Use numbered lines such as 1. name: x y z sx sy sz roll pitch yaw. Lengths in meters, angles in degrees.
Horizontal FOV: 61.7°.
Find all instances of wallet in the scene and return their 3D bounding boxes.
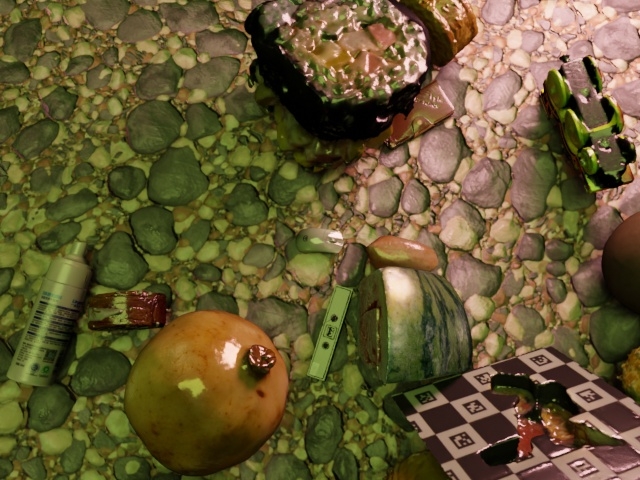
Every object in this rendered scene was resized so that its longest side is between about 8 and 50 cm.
1. wallet: 0.208 -0.281 1.202 0.176 0.026 0.095 -29 78 -2

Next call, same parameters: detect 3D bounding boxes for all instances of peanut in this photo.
1. peanut: 0.167 0.032 1.104 0.152 0.076 0.076 10 77 1

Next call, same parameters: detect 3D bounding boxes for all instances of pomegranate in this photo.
1. pomegranate: -0.207 0.279 0.981 0.306 0.307 0.308 -1 76 4

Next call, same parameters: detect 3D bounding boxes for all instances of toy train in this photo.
1. toy train: 0.546 -0.233 1.097 0.100 0.160 0.297 -16 73 10

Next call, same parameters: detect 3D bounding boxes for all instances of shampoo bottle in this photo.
1. shampoo bottle: -0.557 0.145 1.128 0.092 0.092 0.304 13 78 8

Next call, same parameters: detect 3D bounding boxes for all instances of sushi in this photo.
1. sushi: 0.348 0.324 0.891 0.358 0.343 0.064 -13 110 -14
2. sushi: 0.036 -0.328 1.109 0.328 0.285 0.328 -38 74 -21

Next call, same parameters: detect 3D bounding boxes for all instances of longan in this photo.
1. longan: 0.637 0.052 1.000 0.196 0.196 0.220 -29 74 -3

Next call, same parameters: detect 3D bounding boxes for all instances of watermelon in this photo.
1. watermelon: 0.169 0.173 1.054 0.261 0.201 0.213 9 71 -37

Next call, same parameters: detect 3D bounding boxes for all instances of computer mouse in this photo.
1. computer mouse: 0.000 0.000 1.147 0.110 0.032 0.056 3 77 5

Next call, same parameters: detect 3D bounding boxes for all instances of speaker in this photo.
1. speaker: 0.020 0.187 1.094 0.040 0.046 0.191 17 78 9

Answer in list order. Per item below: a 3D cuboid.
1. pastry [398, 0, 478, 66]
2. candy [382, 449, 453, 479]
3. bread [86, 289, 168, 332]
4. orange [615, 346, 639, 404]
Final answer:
1. pastry: 0.251 -0.475 1.166 0.103 0.189 0.189 -41 77 -1
2. candy: 0.224 0.482 0.924 0.259 0.118 0.260 3 112 7
3. bread: -0.389 0.146 1.084 0.160 0.160 0.073 -7 80 3
4. orange: 0.677 0.289 0.923 0.299 0.223 0.302 5 98 19
